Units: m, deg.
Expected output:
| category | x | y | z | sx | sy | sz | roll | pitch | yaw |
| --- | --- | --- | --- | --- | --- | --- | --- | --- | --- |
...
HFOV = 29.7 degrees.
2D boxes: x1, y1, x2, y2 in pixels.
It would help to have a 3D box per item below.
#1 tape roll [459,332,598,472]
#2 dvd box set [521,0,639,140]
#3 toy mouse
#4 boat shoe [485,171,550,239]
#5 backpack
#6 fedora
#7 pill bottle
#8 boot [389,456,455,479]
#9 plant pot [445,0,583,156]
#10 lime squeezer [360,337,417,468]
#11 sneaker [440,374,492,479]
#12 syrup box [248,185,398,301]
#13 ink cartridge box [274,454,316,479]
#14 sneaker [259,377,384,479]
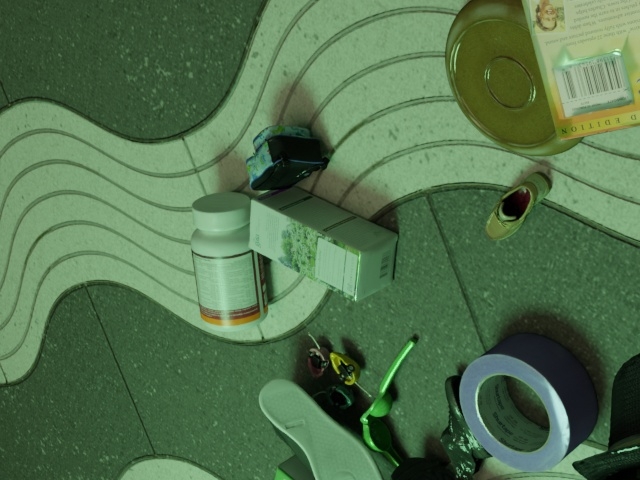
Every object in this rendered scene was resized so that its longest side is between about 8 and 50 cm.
| category | x | y | z | sx | sy | sz | roll | pitch | yaw |
| --- | --- | --- | --- | --- | --- | --- | --- | --- | --- |
| tape roll | 0.301 | 0.235 | 1.755 | 0.189 | 0.080 | 0.189 | 21 | 124 | 36 |
| dvd box set | 0.366 | -0.343 | 1.369 | 0.308 | 0.062 | 0.420 | -10 | 103 | 35 |
| toy mouse | 0.022 | 0.233 | 2.064 | 0.161 | 0.031 | 0.143 | 50 | 142 | 17 |
| boat shoe | 0.264 | -0.044 | 1.674 | 0.050 | 0.045 | 0.135 | 49 | 136 | 15 |
| backpack | -0.062 | -0.130 | 1.915 | 0.114 | 0.105 | 0.084 | -38 | 60 | 48 |
| fedora | 0.467 | 0.207 | 1.485 | 0.334 | 0.334 | 0.152 | -29 | 58 | 48 |
| pill bottle | -0.159 | 0.036 | 2.078 | 0.121 | 0.121 | 0.221 | 15 | 120 | 40 |
| boot | 0.232 | 0.622 | 1.963 | 0.367 | 0.146 | 0.445 | 35 | 129 | 40 |
| plant pot | 0.253 | -0.211 | 1.582 | 0.236 | 0.032 | 0.236 | 29 | 137 | 31 |
| lime squeezer | 0.115 | 0.297 | 1.989 | 0.110 | 0.059 | 0.310 | 14 | 119 | 40 |
| sneaker | 0.216 | 0.297 | 1.891 | 0.089 | 0.051 | 0.170 | -24 | 96 | 44 |
| syrup box | 0.000 | 0.000 | 1.920 | 0.237 | 0.096 | 0.093 | 26 | 125 | 34 |
| ink cartridge box | 0.007 | 0.536 | 2.171 | 0.201 | 0.117 | 0.278 | 34 | 130 | 28 |
| sneaker | 0.014 | 0.361 | 2.071 | 0.296 | 0.104 | 0.147 | 47 | 174 | 13 |
